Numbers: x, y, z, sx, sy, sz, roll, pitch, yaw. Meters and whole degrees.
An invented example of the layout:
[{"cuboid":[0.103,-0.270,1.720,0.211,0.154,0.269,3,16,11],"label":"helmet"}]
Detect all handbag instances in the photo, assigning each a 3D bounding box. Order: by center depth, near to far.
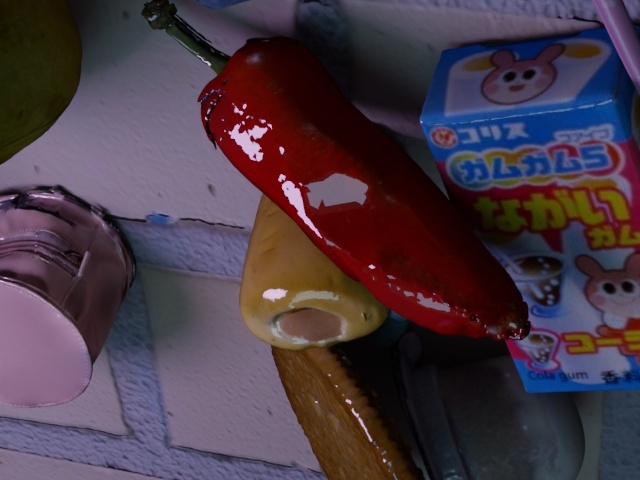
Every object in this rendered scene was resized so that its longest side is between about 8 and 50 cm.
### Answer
[{"cuboid":[-0.279,0.055,1.555,0.205,0.116,0.179,-15,125,33],"label":"handbag"}]

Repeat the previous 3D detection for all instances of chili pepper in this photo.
[{"cuboid":[0.011,-0.054,1.277,0.387,0.110,0.110,45,139,14],"label":"chili pepper"}]

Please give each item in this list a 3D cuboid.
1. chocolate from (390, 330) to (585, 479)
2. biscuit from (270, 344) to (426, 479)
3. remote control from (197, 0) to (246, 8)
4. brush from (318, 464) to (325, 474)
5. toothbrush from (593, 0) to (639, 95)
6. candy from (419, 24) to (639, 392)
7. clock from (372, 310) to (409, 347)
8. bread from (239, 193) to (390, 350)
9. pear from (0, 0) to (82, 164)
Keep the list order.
[{"cuboid":[0.157,0.169,1.483,0.147,0.221,0.221,-25,126,1],"label":"chocolate"},{"cuboid":[0.040,0.194,1.493,0.305,0.038,0.305,56,166,22],"label":"biscuit"},{"cuboid":[-0.032,-0.211,1.260,0.152,0.027,0.043,-11,124,29],"label":"remote control"},{"cuboid":[0.048,0.294,1.726,0.062,0.027,0.266,2,134,20],"label":"brush"},{"cuboid":[0.223,-0.123,1.171,0.020,0.025,0.286,-30,115,-1],"label":"toothbrush"},{"cuboid":[0.202,-0.016,1.308,0.157,0.100,0.306,-4,130,26],"label":"candy"},{"cuboid":[0.018,0.029,1.464,0.147,0.045,0.108,23,136,-1],"label":"clock"},{"cuboid":[0.000,-0.001,1.359,0.134,0.173,0.085,-6,145,25],"label":"bread"},{"cuboid":[-0.351,-0.148,1.270,0.304,0.304,0.304,11,136,11],"label":"pear"}]
